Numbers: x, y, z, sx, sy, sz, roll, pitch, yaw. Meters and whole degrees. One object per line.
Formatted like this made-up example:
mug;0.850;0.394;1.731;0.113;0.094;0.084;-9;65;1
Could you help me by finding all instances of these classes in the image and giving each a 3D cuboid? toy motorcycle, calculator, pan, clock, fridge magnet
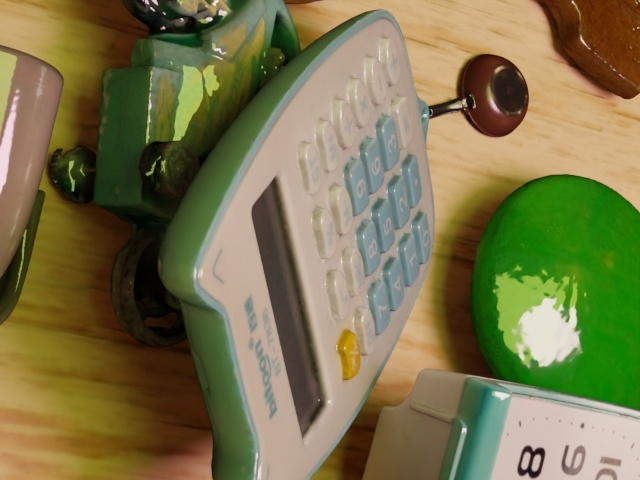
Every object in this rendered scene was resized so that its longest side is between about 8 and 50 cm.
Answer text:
toy motorcycle;-0.080;-0.072;1.372;0.198;0.109;0.297;8;85;-48
calculator;0.000;0.000;1.357;0.386;0.054;0.256;-51;137;-49
pan;0.125;-0.111;1.570;0.115;0.023;0.068;-19;95;-37
clock;0.132;0.232;1.445;0.231;0.116;0.262;14;92;-39
fridge magnet;0.197;0.051;1.556;0.208;0.088;0.208;8;77;-36

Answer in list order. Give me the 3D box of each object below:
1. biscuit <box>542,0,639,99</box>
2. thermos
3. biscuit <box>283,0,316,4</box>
biscuit;0.240;-0.238;1.671;0.182;0.034;0.215;-40;104;-35
thermos;-0.223;-0.018;1.258;0.137;0.105;0.193;32;65;-63
biscuit;-0.024;-0.380;1.473;0.350;0.078;0.455;45;60;-19
